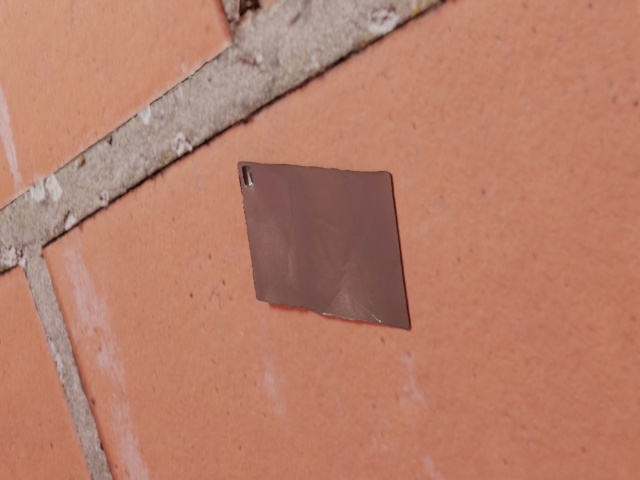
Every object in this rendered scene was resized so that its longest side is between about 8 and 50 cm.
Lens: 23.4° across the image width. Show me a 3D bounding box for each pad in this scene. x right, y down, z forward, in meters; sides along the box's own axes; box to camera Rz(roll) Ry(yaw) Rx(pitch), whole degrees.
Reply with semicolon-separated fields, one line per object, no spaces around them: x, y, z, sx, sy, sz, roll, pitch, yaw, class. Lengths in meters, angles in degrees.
0.000;0.000;1.128;0.188;0.006;0.113;7;107;53;pad
